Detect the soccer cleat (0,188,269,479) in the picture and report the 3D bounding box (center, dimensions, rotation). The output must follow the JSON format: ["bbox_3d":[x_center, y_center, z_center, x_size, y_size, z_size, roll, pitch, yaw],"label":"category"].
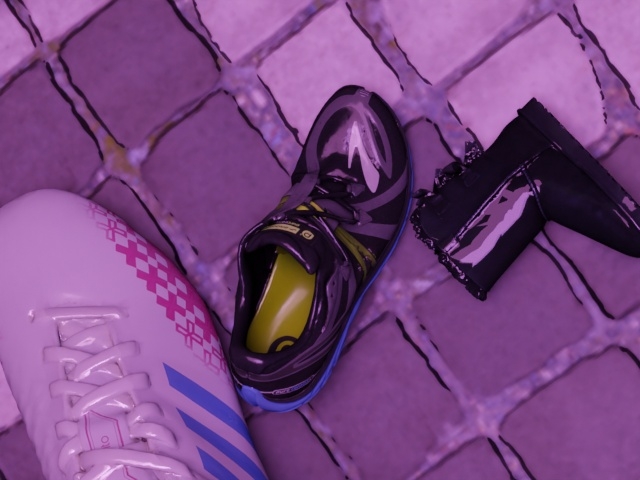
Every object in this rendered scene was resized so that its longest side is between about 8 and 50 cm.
[{"bbox_3d":[-0.096,0.106,1.044,0.116,0.143,0.331,-33,76,9],"label":"soccer cleat"}]

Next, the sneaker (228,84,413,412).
[{"bbox_3d":[0.000,0.000,1.058,0.067,0.078,0.188,16,73,17],"label":"sneaker"}]

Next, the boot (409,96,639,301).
[{"bbox_3d":[0.113,-0.008,1.053,0.099,0.045,0.121,-44,68,4],"label":"boot"}]
